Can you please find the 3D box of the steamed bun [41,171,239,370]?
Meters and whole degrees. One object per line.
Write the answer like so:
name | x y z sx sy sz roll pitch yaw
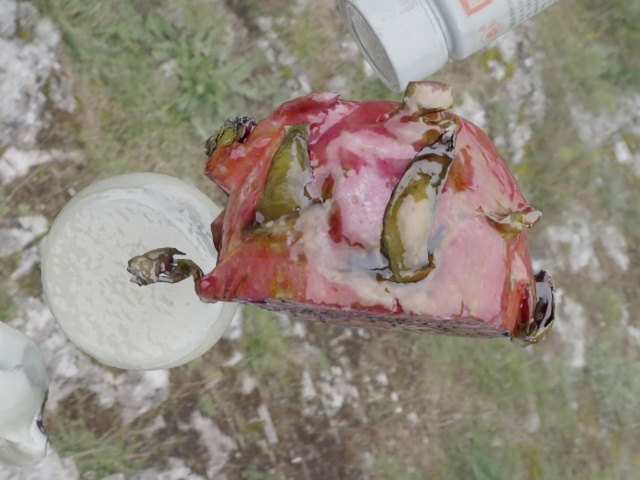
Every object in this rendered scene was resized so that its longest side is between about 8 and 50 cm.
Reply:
steamed bun | -0.241 0.038 1.802 0.283 0.283 0.177 56 15 -5

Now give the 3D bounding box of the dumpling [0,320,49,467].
dumpling | -0.306 0.130 1.085 0.176 0.150 0.093 47 34 -52

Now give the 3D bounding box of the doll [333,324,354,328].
doll | 0.000 0.000 1.660 0.256 0.161 0.215 33 19 -21

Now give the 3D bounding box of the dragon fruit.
dragon fruit | 0.025 -0.018 0.829 0.282 0.211 0.147 10 84 -6

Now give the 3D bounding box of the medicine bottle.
medicine bottle | 0.231 -0.417 2.101 0.371 0.211 0.211 -32 93 -5
